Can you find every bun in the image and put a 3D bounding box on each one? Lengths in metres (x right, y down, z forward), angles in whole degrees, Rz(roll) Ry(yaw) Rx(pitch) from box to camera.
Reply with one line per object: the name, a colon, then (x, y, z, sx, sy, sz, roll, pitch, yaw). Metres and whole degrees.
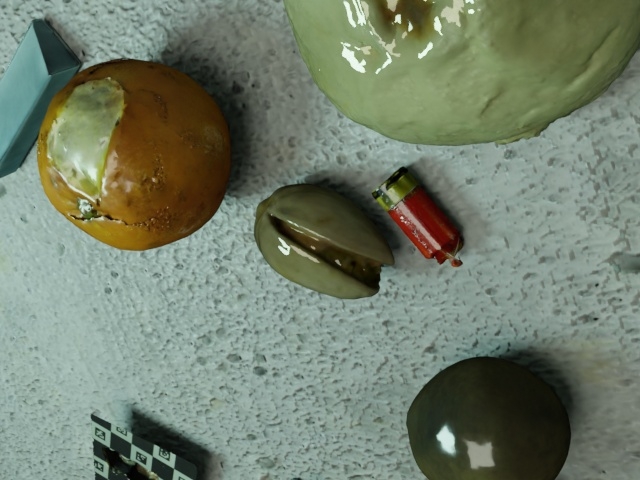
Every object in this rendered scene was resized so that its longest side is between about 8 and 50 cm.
bun: (0.106, -0.240, 0.744, 0.364, 0.202, 0.364, 16, 123, 26)

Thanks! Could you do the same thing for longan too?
longan: (0.187, 0.216, 0.942, 0.187, 0.167, 0.167, -19, 102, 49)

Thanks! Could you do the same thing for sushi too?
sushi: (-0.291, 0.388, 1.426, 0.215, 0.050, 0.192, 21, 127, 18)

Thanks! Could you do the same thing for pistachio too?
pistachio: (0.000, 0.000, 0.997, 0.185, 0.124, 0.124, 32, 127, 9)

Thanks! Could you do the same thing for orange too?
orange: (-0.228, -0.105, 1.024, 0.240, 0.240, 0.240, 15, 120, 28)

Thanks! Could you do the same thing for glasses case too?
glasses case: (-0.442, -0.202, 1.240, 0.266, 0.056, 0.105, -41, 63, 40)

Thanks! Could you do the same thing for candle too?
candle: (0.117, -0.021, 0.943, 0.130, 0.052, 0.052, 49, 130, 2)

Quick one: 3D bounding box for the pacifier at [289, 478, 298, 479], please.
pacifier: (-0.028, 0.388, 1.256, 0.083, 0.068, 0.064, -58, 41, 21)
